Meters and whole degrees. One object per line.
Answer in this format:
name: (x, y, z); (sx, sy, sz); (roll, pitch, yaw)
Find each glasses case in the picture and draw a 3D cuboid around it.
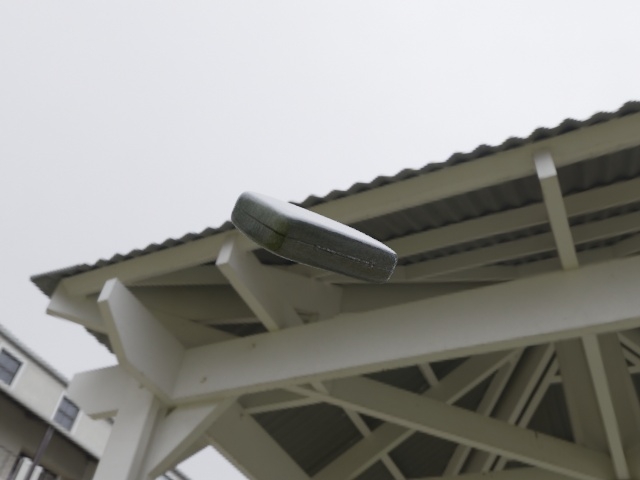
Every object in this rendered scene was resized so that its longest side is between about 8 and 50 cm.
glasses case: (0.000, 0.000, 1.031); (0.323, 0.131, 0.074); (19, -79, -47)
